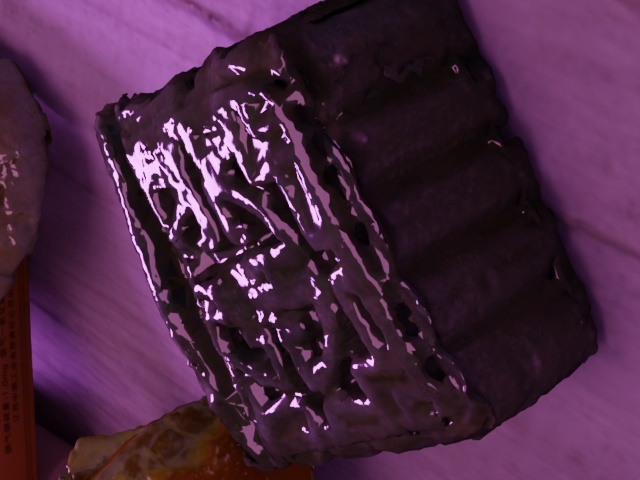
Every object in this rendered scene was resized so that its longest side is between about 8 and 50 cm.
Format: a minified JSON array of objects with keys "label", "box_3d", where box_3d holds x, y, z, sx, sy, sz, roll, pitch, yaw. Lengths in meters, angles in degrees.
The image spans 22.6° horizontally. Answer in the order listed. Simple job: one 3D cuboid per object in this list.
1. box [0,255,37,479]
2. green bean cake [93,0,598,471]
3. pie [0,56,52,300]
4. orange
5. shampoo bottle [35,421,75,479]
[{"label":"box","box_3d":[-0.313,0.117,1.267,0.174,0.076,0.274,0,93,31]},{"label":"green bean cake","box_3d":[0.000,0.000,0.889,0.255,0.132,0.241,-16,102,52]},{"label":"pie","box_3d":[-0.331,-0.029,1.190,0.306,0.071,0.306,-7,77,30]},{"label":"orange","box_3d":[-0.090,0.189,1.060,0.158,0.179,0.237,49,154,-6]},{"label":"shampoo bottle","box_3d":[-0.287,0.188,1.373,0.257,0.078,0.127,12,127,41]}]
